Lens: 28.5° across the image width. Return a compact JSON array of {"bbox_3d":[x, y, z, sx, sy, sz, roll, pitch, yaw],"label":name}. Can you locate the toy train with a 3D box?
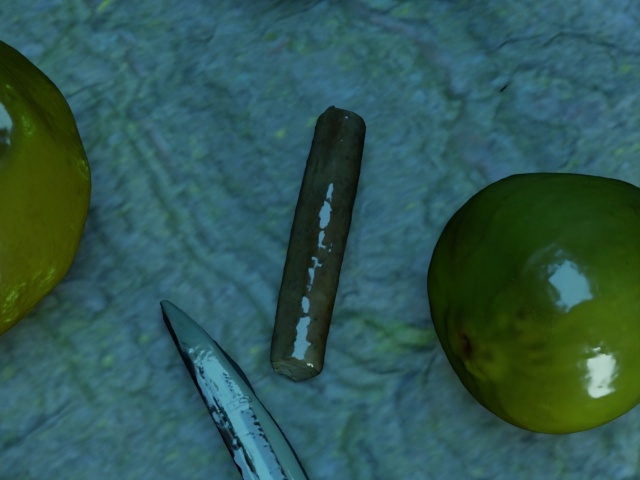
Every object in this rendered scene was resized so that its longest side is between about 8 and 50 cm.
[{"bbox_3d":[-0.060,0.150,1.026,0.048,0.055,0.251,-27,76,-9],"label":"toy train"}]

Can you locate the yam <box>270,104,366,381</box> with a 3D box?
[{"bbox_3d":[0.000,0.000,1.077,0.057,0.057,0.241,9,72,1],"label":"yam"}]

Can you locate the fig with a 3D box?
[{"bbox_3d":[0.193,0.037,1.000,0.207,0.207,0.230,38,46,10],"label":"fig"}]

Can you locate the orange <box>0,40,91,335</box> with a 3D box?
[{"bbox_3d":[-0.319,-0.046,0.989,0.279,0.235,0.279,2,75,-9],"label":"orange"}]
